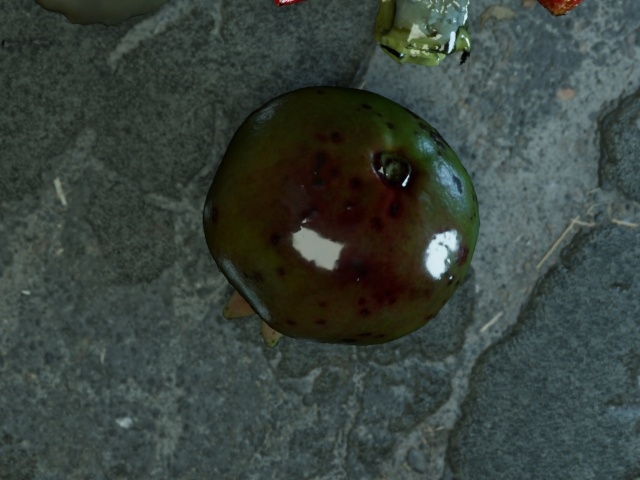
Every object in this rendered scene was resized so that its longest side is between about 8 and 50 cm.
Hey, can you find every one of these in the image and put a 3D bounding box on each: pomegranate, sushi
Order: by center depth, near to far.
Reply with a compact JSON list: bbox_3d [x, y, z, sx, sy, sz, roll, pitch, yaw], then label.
[{"bbox_3d":[0.105,-0.324,1.896,0.139,0.131,0.291,6,114,1],"label":"sushi"},{"bbox_3d":[0.019,-0.016,1.952,0.290,0.323,0.291,2,75,-6],"label":"pomegranate"}]

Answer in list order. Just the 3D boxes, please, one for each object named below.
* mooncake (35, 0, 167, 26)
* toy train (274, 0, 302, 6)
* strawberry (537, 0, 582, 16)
[{"bbox_3d":[-0.227,-0.340,1.898,0.228,0.124,0.228,-5,108,-15],"label":"mooncake"},{"bbox_3d":[-0.002,-0.347,1.884,0.131,0.082,0.204,56,143,24],"label":"toy train"},{"bbox_3d":[0.246,-0.321,1.918,0.146,0.082,0.187,2,111,11],"label":"strawberry"}]
